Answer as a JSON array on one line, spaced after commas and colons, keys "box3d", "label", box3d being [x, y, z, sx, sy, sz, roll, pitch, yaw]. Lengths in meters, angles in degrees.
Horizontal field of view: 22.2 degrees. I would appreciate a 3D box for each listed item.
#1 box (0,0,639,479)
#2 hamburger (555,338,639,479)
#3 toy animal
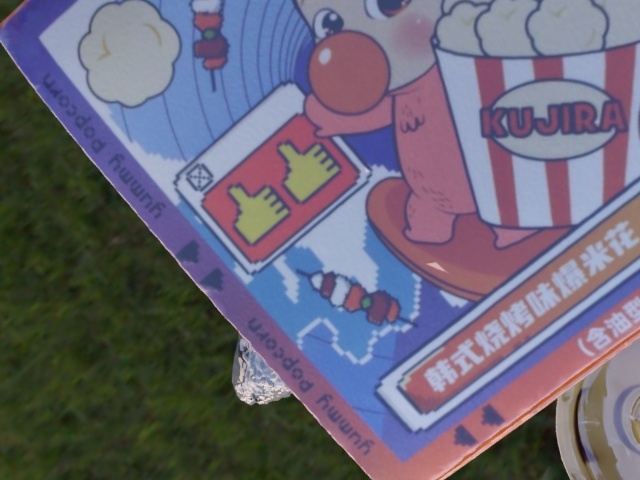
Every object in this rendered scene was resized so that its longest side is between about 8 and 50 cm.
[{"box3d": [0.086, -0.113, 0.832, 0.348, 0.257, 0.318, -38, 92, 19], "label": "box"}, {"box3d": [0.250, 0.112, 1.086, 0.175, 0.137, 0.175, 12, 109, 41], "label": "hamburger"}, {"box3d": [0.003, -0.005, 1.059, 0.079, 0.070, 0.253, 43, 116, 53], "label": "toy animal"}]
